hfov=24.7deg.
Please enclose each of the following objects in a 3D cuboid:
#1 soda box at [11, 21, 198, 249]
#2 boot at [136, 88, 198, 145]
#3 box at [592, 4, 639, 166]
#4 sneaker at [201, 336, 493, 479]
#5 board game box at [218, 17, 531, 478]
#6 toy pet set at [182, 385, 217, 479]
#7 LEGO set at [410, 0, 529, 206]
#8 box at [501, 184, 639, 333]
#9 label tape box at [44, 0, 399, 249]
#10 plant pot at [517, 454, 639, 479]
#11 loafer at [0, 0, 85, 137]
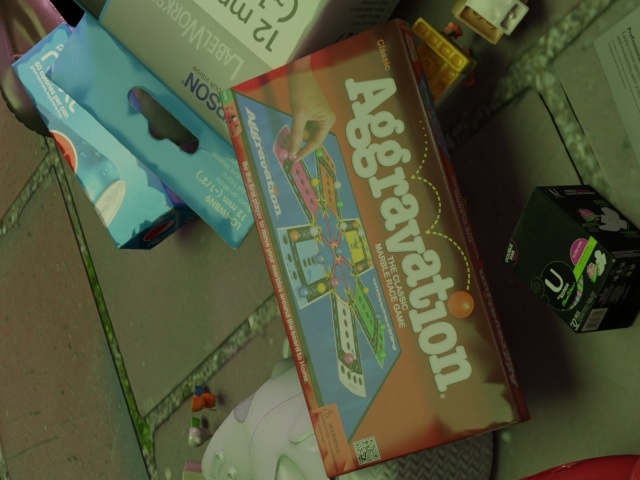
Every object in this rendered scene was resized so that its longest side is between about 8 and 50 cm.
[{"bbox_3d":[-0.200,-0.096,1.368,0.071,0.067,0.210,-35,77,16],"label":"soda box"},{"bbox_3d":[-0.091,-0.179,1.283,0.208,0.076,0.190,4,94,60],"label":"boot"},{"bbox_3d":[0.253,-0.098,0.843,0.186,0.038,0.145,-36,65,48],"label":"box"},{"bbox_3d":[0.010,0.250,1.128,0.210,0.137,0.366,20,104,51],"label":"sneaker"},{"bbox_3d":[0.033,0.006,0.995,0.145,0.027,0.281,-20,80,21],"label":"board game box"},{"bbox_3d":[-0.091,0.207,1.337,0.114,0.065,0.122,-102,18,-81],"label":"toy pet set"},{"bbox_3d":[0.082,-0.059,1.057,0.132,0.107,0.287,8,96,18],"label":"LEGO set"},{"bbox_3d":[0.170,0.011,0.952,0.083,0.052,0.062,50,129,40],"label":"box"},{"bbox_3d":[-0.089,-0.194,1.126,0.249,0.115,0.348,43,114,20],"label":"label tape box"},{"bbox_3d":[0.188,0.210,0.843,0.174,0.191,0.191,-35,65,40],"label":"plant pot"},{"bbox_3d":[-0.292,-0.288,1.510,0.130,0.134,0.366,-28,79,23],"label":"loafer"}]
